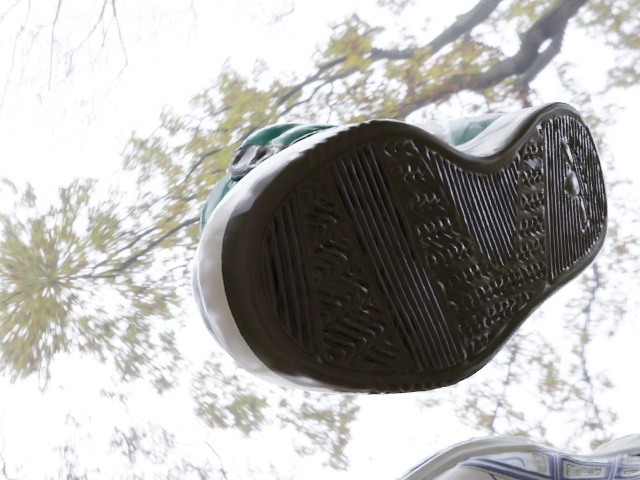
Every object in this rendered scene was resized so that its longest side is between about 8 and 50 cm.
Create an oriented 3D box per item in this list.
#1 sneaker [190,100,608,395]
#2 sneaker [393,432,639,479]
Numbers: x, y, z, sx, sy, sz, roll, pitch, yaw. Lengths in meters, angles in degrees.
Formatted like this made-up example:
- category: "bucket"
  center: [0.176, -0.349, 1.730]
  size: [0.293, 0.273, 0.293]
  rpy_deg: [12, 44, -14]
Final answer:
- category: "sneaker"
  center: [0.000, 0.000, 0.504]
  size: [0.295, 0.178, 0.124]
  rpy_deg: [-16, -86, -55]
- category: "sneaker"
  center: [0.156, 0.162, 0.583]
  size: [0.296, 0.131, 0.112]
  rpy_deg: [-7, -85, -32]
